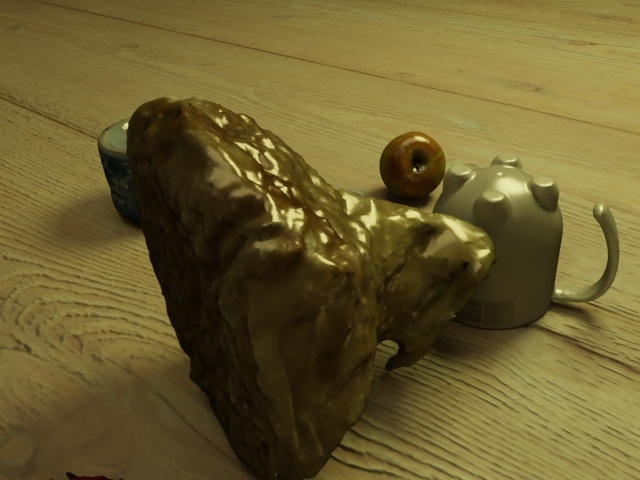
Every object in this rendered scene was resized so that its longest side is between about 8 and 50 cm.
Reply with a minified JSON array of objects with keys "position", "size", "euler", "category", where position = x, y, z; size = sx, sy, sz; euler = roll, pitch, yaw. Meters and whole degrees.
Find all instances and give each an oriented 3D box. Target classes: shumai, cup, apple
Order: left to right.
[{"position":[0.000,0.000,0.514],"size":[0.262,0.267,0.314],"euler":[-22,79,-27],"category":"shumai"},{"position":[0.124,-0.102,0.818],"size":[0.089,0.090,0.074],"euler":[-3,16,2],"category":"apple"},{"position":[0.191,0.003,0.613],"size":[0.134,0.142,0.173],"euler":[-25,40,-28],"category":"cup"}]

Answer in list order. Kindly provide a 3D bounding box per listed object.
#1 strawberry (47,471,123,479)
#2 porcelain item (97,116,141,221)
[{"position":[-0.161,0.232,0.391],"size":[0.146,0.082,0.187],"euler":[-25,44,-17],"category":"strawberry"},{"position":[-0.220,-0.100,0.831],"size":[0.147,0.114,0.147],"euler":[-2,33,1],"category":"porcelain item"}]
